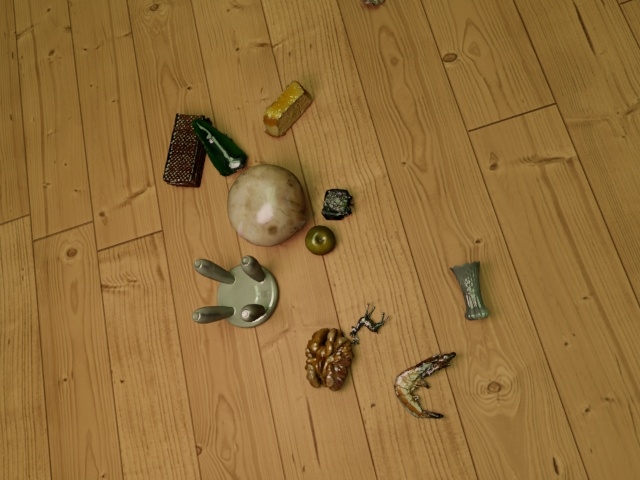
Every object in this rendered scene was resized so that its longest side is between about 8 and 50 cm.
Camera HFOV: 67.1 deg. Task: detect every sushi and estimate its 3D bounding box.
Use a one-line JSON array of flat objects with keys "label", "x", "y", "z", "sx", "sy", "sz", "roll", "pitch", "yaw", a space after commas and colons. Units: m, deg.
[{"label": "sushi", "x": 0.054, "y": -0.106, "z": 1.421, "sx": 0.085, "sy": 0.056, "sz": 0.083, "roll": 2, "pitch": 71, "yaw": 16}]

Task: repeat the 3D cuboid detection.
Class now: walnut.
[{"label": "walnut", "x": 0.016, "y": 0.325, "z": 1.325, "sx": 0.143, "sy": 0.069, "sz": 0.170, "roll": -1, "pitch": 77, "yaw": 28}]

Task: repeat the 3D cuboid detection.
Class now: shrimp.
[{"label": "shrimp", "x": 0.295, "y": 0.385, "z": 1.259, "sx": 0.195, "sy": 0.035, "sz": 0.147, "roll": -34, "pitch": 70, "yaw": 13}]

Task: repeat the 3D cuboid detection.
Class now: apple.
[{"label": "apple", "x": 0.000, "y": 0.000, "z": 1.400, "sx": 0.090, "sy": 0.074, "sz": 0.089, "roll": 1, "pitch": 84, "yaw": -6}]

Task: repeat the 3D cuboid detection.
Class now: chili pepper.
[{"label": "chili pepper", "x": -0.329, "y": -0.296, "z": 1.529, "sx": 0.108, "sy": 0.062, "sz": 0.216, "roll": -43, "pitch": 94, "yaw": 1}]

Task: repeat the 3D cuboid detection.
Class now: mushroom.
[{"label": "mushroom", "x": -0.154, "y": -0.098, "z": 1.402, "sx": 0.255, "sy": 0.184, "sz": 0.254, "roll": -2, "pitch": 79, "yaw": 11}]

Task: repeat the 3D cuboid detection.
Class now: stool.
[{"label": "stool", "x": -0.238, "y": 0.150, "z": 1.365, "sx": 0.196, "sy": 0.199, "sz": 0.195, "roll": -4, "pitch": 79, "yaw": 13}]

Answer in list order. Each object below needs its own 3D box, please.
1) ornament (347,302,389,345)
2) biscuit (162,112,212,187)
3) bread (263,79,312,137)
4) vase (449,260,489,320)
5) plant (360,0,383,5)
[{"label": "ornament", "x": 0.127, "y": 0.242, "z": 1.340, "sx": 0.073, "sy": 0.028, "sz": 0.125, "roll": 35, "pitch": 86, "yaw": 19}, {"label": "biscuit", "x": -0.431, "y": -0.298, "z": 1.576, "sx": 0.106, "sy": 0.070, "sz": 0.251, "roll": 6, "pitch": 79, "yaw": 14}, {"label": "bread", "x": -0.105, "y": -0.405, "z": 1.499, "sx": 0.187, "sy": 0.103, "sz": 0.065, "roll": -45, "pitch": 74, "yaw": -3}, {"label": "vase", "x": 0.397, "y": 0.135, "z": 1.271, "sx": 0.081, "sy": 0.081, "sz": 0.148, "roll": -13, "pitch": 80, "yaw": 11}, {"label": "plant", "x": 0.168, "y": -0.810, "z": 1.510, "sx": 0.105, "sy": 0.122, "sz": 0.116, "roll": 4, "pitch": 72, "yaw": 4}]
